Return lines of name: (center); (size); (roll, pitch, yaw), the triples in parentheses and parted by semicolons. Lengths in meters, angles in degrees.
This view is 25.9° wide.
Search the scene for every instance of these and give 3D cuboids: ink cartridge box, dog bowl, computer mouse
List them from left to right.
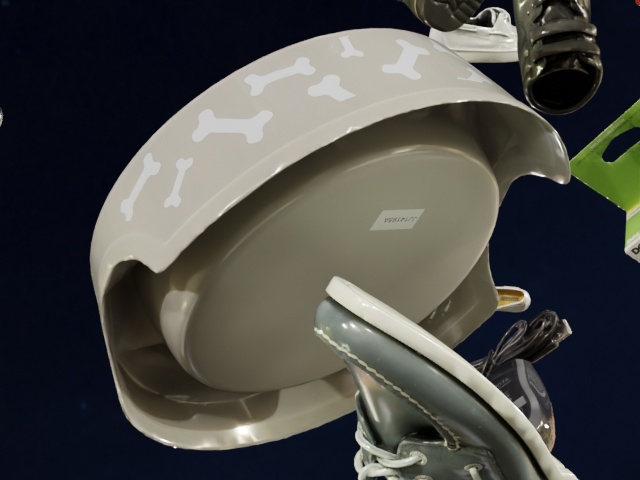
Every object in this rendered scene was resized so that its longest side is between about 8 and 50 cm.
dog bowl: (0.000, 0.000, 0.967); (0.348, 0.102, 0.349); (-24, -31, -16)
computer mouse: (0.226, 0.206, 1.644); (0.188, 0.272, 0.072); (-35, -72, 20)
ink cartridge box: (0.502, -0.062, 2.014); (0.255, 0.097, 0.189); (33, -50, -15)

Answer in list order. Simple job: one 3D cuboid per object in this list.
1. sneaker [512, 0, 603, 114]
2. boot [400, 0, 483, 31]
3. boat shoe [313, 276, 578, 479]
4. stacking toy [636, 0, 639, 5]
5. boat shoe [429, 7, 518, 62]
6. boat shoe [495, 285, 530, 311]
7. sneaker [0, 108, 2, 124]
sneaker: (0.260, -0.269, 1.524); (0.104, 0.147, 0.296); (-9, -51, 2)
boot: (0.145, -0.305, 1.379); (0.198, 0.137, 0.077); (-44, -61, 0)
boat shoe: (0.078, 0.136, 0.894); (0.099, 0.116, 0.319); (-49, -45, -5)
stacking toy: (0.373, -0.405, 1.440); (0.279, 0.130, 0.309); (32, -89, -25)
boat shoe: (0.217, -0.270, 1.808); (0.184, 0.066, 0.063); (-5, -64, -27)
boat shoe: (0.186, 0.066, 1.579); (0.100, 0.035, 0.035); (0, -16, 14)
sneaker: (-0.387, -0.087, 1.527); (0.074, 0.063, 0.170); (3, -53, -53)
